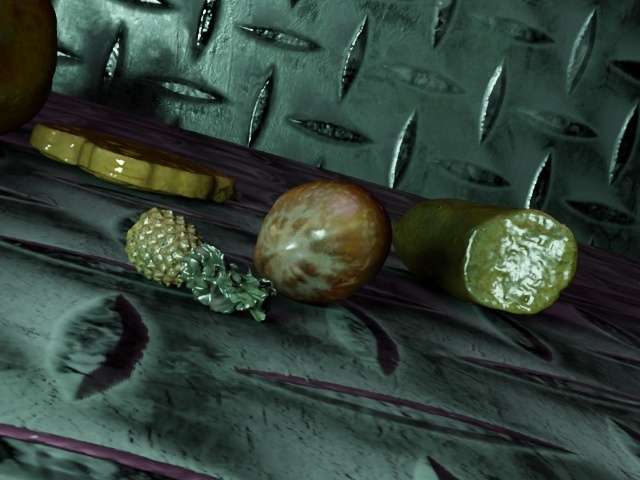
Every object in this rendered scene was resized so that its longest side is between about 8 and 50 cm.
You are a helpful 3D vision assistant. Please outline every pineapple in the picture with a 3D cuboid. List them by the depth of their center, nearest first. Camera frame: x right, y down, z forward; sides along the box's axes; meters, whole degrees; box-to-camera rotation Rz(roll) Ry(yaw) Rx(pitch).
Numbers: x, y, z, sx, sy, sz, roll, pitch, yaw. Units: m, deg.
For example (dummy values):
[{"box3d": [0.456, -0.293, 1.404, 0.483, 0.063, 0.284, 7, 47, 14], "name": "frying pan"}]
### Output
[{"box3d": [-0.113, 0.027, 0.973, 0.159, 0.074, 0.074, 29, 12, 24], "name": "pineapple"}]

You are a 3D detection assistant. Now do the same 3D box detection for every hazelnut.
[{"box3d": [0.000, 0.000, 1.100, 0.154, 0.143, 0.143, -20, -18, 38], "name": "hazelnut"}]

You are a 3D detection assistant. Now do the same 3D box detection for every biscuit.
[{"box3d": [-0.314, -0.126, 1.662, 0.312, 0.057, 0.351, 18, 6, 14], "name": "biscuit"}]

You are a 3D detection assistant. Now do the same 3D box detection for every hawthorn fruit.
[{"box3d": [-0.543, -0.295, 1.537, 0.308, 0.308, 0.325, 12, 19, -32], "name": "hawthorn fruit"}]

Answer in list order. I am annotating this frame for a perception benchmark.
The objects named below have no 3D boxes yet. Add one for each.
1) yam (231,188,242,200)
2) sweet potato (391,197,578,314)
[{"box3d": [-0.188, -0.097, 1.856, 0.116, 0.021, 0.021, 22, 9, 35], "name": "yam"}, {"box3d": [0.216, 0.011, 1.476, 0.158, 0.158, 0.370, 13, 4, -26], "name": "sweet potato"}]
